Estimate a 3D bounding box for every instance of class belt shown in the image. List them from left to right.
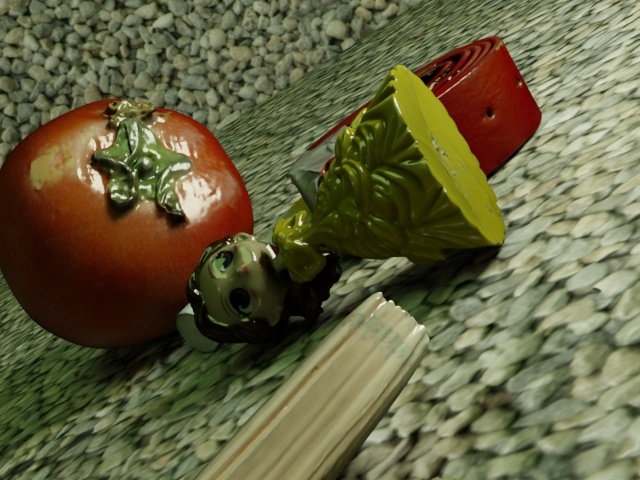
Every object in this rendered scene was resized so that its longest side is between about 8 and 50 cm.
[{"bbox_3d":[0.103,-0.107,1.329,0.324,0.115,0.227,-38,14,-25],"label":"belt"}]

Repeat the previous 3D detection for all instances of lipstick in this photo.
[{"bbox_3d":[-0.064,0.028,1.337,0.059,0.059,0.264,-15,23,48],"label":"lipstick"}]

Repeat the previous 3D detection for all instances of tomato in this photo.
[{"bbox_3d":[-0.246,-0.014,1.428,0.321,0.321,0.321,-30,15,9],"label":"tomato"}]

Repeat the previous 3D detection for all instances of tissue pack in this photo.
[{"bbox_3d":[-0.059,0.179,0.732,0.325,0.071,0.170,-44,-9,-39],"label":"tissue pack"}]

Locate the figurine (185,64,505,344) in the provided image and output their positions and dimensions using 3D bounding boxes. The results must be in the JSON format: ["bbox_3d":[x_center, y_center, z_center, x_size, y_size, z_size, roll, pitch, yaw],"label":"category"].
[{"bbox_3d":[-0.002,0.000,1.120,0.315,0.187,0.168,-33,4,23],"label":"figurine"}]

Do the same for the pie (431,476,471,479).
[{"bbox_3d":[0.018,0.212,0.597,0.274,0.055,0.274,-32,9,6],"label":"pie"}]
